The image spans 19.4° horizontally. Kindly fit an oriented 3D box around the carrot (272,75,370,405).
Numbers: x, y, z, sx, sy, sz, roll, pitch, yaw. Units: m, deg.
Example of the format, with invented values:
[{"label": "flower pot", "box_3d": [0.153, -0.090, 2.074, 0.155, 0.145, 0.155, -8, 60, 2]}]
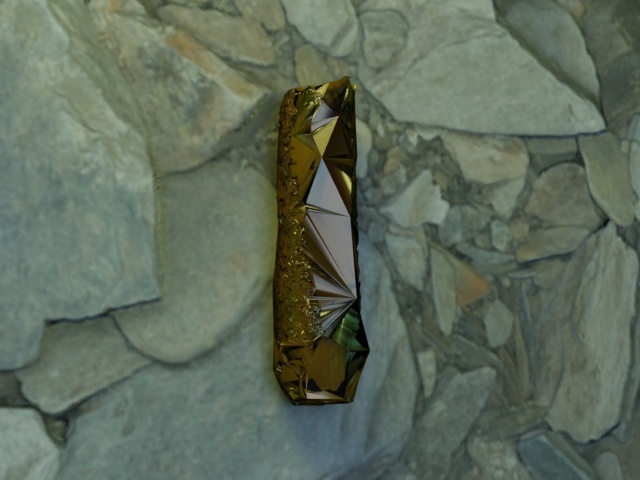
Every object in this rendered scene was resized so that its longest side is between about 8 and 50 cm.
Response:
[{"label": "carrot", "box_3d": [-0.001, 0.000, 1.306, 0.069, 0.069, 0.229, 3, 81, -25]}]
